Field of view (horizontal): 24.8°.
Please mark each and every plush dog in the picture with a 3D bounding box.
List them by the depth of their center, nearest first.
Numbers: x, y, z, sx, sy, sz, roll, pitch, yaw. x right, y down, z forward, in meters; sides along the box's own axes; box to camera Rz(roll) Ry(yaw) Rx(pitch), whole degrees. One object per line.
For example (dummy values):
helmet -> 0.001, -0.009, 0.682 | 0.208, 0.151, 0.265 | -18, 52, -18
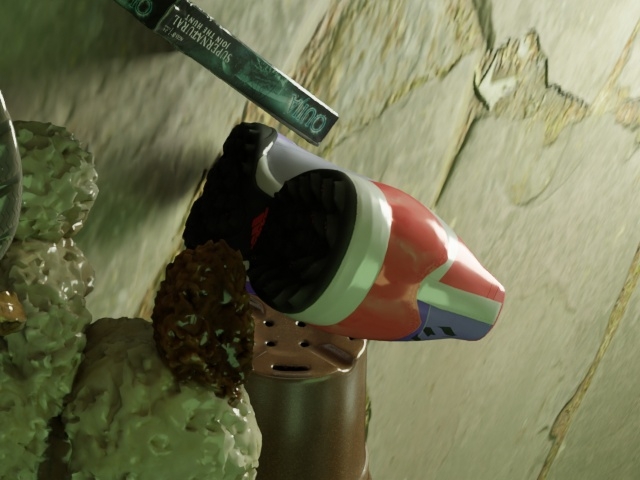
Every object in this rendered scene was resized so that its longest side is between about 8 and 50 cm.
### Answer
plush dog -> -0.142, 0.093, 0.822 | 0.211, 0.225, 0.262 | -68, 172, -52

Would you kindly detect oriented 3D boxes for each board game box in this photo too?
board game box -> -0.077, -0.121, 0.825 | 0.026, 0.126, 0.186 | -53, 149, 4

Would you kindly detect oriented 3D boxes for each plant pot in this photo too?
plant pot -> -0.031, 0.134, 1.146 | 0.167, 0.167, 0.165 | -23, 134, -38

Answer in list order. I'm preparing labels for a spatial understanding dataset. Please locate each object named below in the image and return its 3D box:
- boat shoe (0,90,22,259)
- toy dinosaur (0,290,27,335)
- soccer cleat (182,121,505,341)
boat shoe -> -0.219, -0.143, 0.618 | 0.132, 0.130, 0.355 | -13, 114, -35
toy dinosaur -> -0.223, 0.091, 0.676 | 0.112, 0.064, 0.211 | -28, -159, 48
soccer cleat -> 0.000, 0.000, 0.899 | 0.116, 0.318, 0.109 | 23, 91, -21
